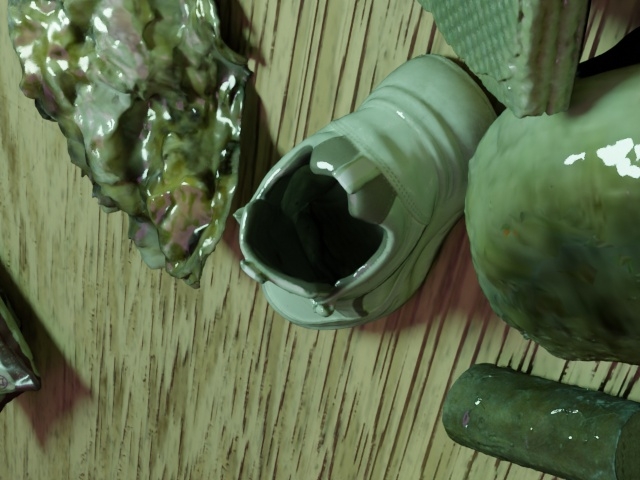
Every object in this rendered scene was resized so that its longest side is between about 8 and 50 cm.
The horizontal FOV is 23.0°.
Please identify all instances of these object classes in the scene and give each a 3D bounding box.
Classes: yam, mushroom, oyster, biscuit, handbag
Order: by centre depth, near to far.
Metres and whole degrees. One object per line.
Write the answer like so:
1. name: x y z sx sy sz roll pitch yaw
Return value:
1. mushroom: 0.207 0.008 0.859 0.344 0.130 0.247 17 125 46
2. biscuit: 0.072 -0.190 0.859 0.252 0.052 0.150 -121 24 -43
3. yam: 0.162 0.129 1.077 0.169 0.068 0.068 13 127 52
4. oyster: -0.163 -0.137 1.233 0.238 0.115 0.351 12 126 48
5. handbag: -0.400 0.097 1.725 0.235 0.127 0.213 56 149 6

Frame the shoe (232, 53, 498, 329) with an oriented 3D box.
1. shoe: 0.000 0.000 1.098 0.124 0.159 0.316 49 143 11
